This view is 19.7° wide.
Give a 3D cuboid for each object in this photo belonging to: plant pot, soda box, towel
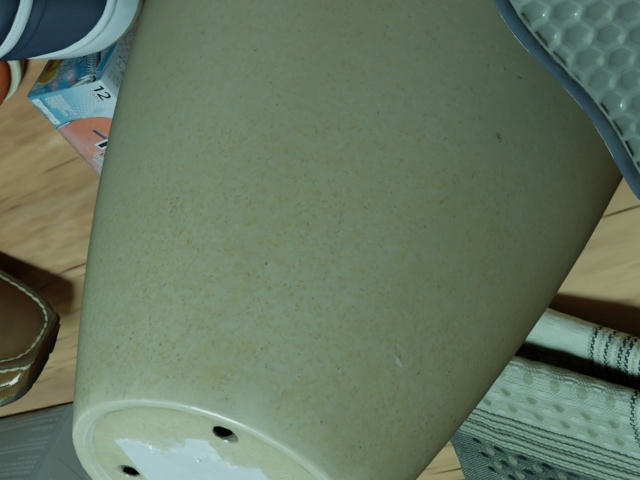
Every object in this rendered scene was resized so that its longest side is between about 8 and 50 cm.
[{"bbox_3d":[0.000,0.000,0.836,0.256,0.274,0.256,15,146,11],"label":"plant pot"},{"bbox_3d":[-0.074,-0.043,1.006,0.058,0.063,0.183,-9,135,39],"label":"soda box"},{"bbox_3d":[0.224,0.162,1.097,0.324,0.056,0.312,14,149,32],"label":"towel"}]

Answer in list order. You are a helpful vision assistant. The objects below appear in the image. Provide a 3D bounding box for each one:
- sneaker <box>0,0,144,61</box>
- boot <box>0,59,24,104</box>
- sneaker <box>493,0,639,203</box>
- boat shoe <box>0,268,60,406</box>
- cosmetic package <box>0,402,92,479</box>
[{"bbox_3d":[-0.242,-0.113,0.913,0.282,0.153,0.099,-8,93,30],"label":"sneaker"},{"bbox_3d":[-0.221,-0.067,1.043,0.059,0.085,0.158,34,143,-13],"label":"boot"},{"bbox_3d":[0.106,-0.121,0.693,0.086,0.163,0.226,-21,129,13],"label":"sneaker"},{"bbox_3d":[-0.328,0.013,1.183,0.324,0.122,0.120,18,143,6],"label":"boat shoe"},{"bbox_3d":[-0.234,0.243,1.334,0.127,0.238,0.107,-13,132,42],"label":"cosmetic package"}]
